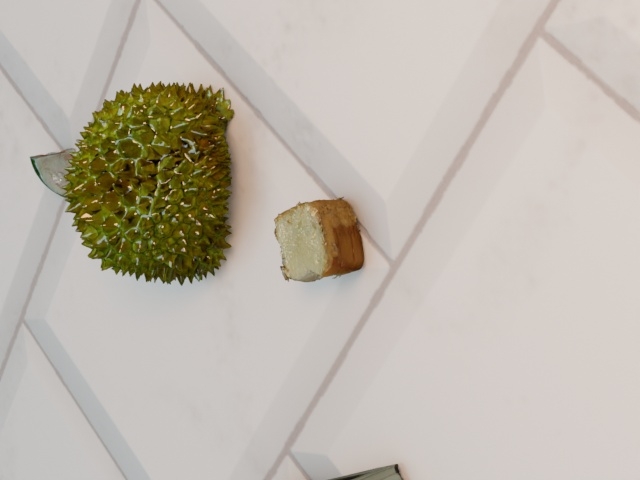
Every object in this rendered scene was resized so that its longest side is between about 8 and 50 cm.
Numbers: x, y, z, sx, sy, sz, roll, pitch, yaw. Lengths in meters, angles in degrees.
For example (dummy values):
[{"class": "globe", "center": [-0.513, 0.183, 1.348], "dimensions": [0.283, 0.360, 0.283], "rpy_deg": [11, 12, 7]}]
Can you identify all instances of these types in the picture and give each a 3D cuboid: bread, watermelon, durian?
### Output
[{"class": "bread", "center": [0.002, -0.001, 1.183], "dimensions": [0.076, 0.070, 0.083], "rpy_deg": [-16, 87, 47]}, {"class": "watermelon", "center": [-0.345, -0.095, 1.554], "dimensions": [0.061, 0.085, 0.085], "rpy_deg": [-46, 61, 8]}, {"class": "durian", "center": [-0.188, -0.067, 1.305], "dimensions": [0.200, 0.176, 0.237], "rpy_deg": [14, 97, 23]}]

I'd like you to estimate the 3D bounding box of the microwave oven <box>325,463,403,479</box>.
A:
[{"class": "microwave oven", "center": [-0.002, 0.329, 1.210], "dimensions": [0.208, 0.122, 0.162], "rpy_deg": [-25, 79, 46]}]
